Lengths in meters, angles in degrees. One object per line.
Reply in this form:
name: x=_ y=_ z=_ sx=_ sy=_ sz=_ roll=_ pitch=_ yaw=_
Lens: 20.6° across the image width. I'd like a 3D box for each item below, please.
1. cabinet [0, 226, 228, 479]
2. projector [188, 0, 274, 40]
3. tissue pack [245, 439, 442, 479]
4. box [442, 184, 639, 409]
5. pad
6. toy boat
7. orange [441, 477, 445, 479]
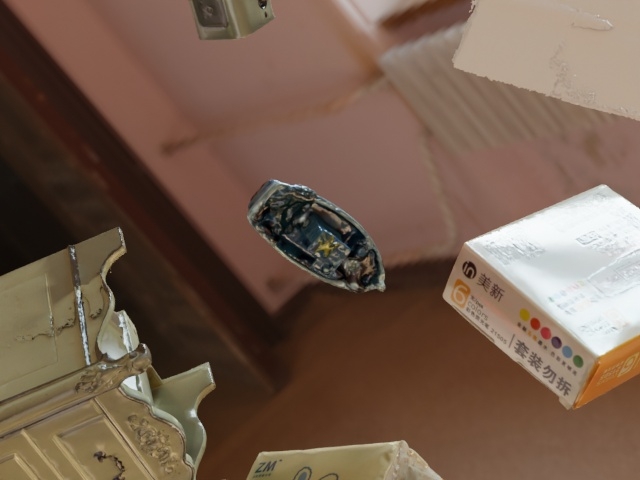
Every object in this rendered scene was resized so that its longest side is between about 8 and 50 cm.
cabinet: x=-0.290 y=0.197 z=1.925 sx=0.318 sy=0.290 sz=0.227 roll=-22 pitch=44 yaw=5
projector: x=-0.115 y=-0.303 z=2.205 sx=0.083 sy=0.082 sz=0.083 roll=3 pitch=29 yaw=36
tissue pack: x=0.004 y=0.274 z=1.703 sx=0.196 sy=0.092 sz=0.148 roll=-13 pitch=41 yaw=42
box: x=0.310 y=0.057 z=2.023 sx=0.273 sy=0.221 sz=0.091 roll=-20 pitch=-39 yaw=-39
pad: x=0.231 y=-0.175 z=1.391 sx=0.156 sy=0.232 sz=0.004 roll=-67 pitch=-22 yaw=-12
toy boat: x=0.000 y=0.000 z=1.421 sx=0.060 sy=0.137 sz=0.061 roll=-46 pitch=32 yaw=11
orange: x=0.044 y=0.474 z=2.168 sx=0.424 sy=0.424 sz=0.326 roll=-36 pitch=-28 yaw=18
